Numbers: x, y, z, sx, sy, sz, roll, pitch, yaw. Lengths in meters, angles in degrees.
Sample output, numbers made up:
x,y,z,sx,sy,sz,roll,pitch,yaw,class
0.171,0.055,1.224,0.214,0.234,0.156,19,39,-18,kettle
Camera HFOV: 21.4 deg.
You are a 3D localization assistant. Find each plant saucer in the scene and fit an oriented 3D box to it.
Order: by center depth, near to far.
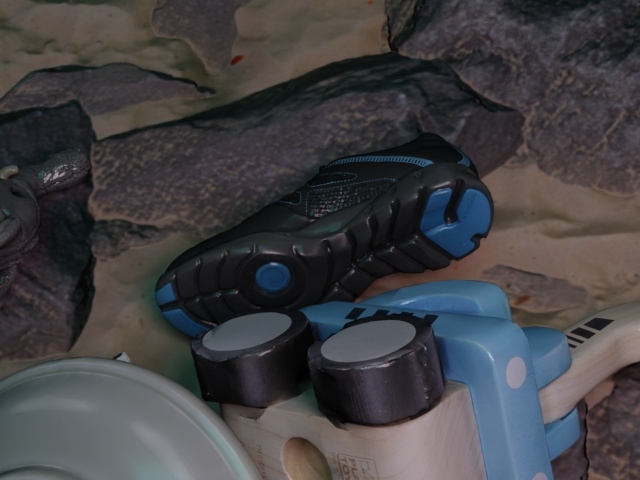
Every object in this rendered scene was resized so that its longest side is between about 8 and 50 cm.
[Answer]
x,y,z,sx,sy,sz,roll,pitch,yaw,class
-0.222,0.299,1.438,0.400,0.100,0.401,-2,86,26,plant saucer

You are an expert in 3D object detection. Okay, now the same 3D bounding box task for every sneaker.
x,y,z,sx,sy,sz,roll,pitch,yaw,class
0.000,0.000,1.669,0.340,0.125,0.140,-19,34,2,sneaker

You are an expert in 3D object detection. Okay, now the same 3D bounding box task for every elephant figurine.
x,y,z,sx,sy,sz,roll,pitch,yaw,class
-0.358,-0.009,1.701,0.239,0.169,0.186,3,91,-7,elephant figurine

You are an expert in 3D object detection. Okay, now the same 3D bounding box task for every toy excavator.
x,y,z,sx,sy,sz,roll,pitch,yaw,class
0.175,0.118,1.492,0.433,0.222,0.445,3,24,43,toy excavator

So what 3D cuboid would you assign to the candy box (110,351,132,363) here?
x,y,z,sx,sy,sz,roll,pitch,yaw,class
-0.220,0.228,1.590,0.196,0.070,0.165,-32,62,-7,candy box
